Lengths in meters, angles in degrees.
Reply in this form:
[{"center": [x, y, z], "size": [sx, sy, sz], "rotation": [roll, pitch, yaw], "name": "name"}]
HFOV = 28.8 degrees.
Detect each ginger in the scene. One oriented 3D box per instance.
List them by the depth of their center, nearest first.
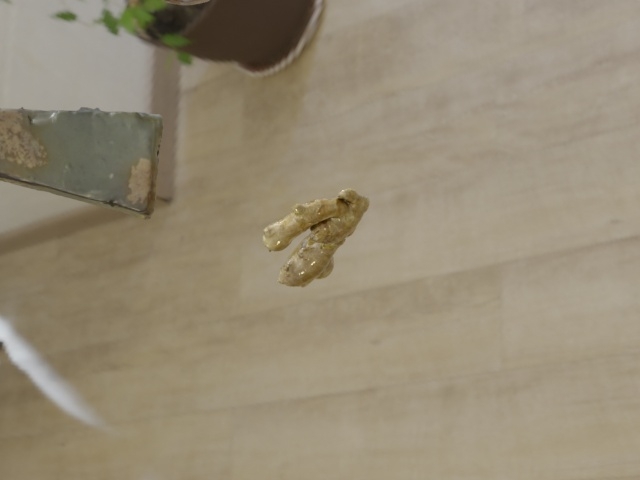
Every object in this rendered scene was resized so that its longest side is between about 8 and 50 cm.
[{"center": [0.000, 0.000, 1.513], "size": [0.176, 0.193, 0.052], "rotation": [-36, 71, 26], "name": "ginger"}]

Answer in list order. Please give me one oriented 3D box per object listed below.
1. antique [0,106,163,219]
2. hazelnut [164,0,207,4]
[{"center": [-0.368, -0.120, 1.743], "size": [0.125, 0.284, 0.150], "rotation": [157, 120, -78], "name": "antique"}, {"center": [-0.177, -0.402, 1.668], "size": [0.170, 0.160, 0.201], "rotation": [-43, 6, 1], "name": "hazelnut"}]
